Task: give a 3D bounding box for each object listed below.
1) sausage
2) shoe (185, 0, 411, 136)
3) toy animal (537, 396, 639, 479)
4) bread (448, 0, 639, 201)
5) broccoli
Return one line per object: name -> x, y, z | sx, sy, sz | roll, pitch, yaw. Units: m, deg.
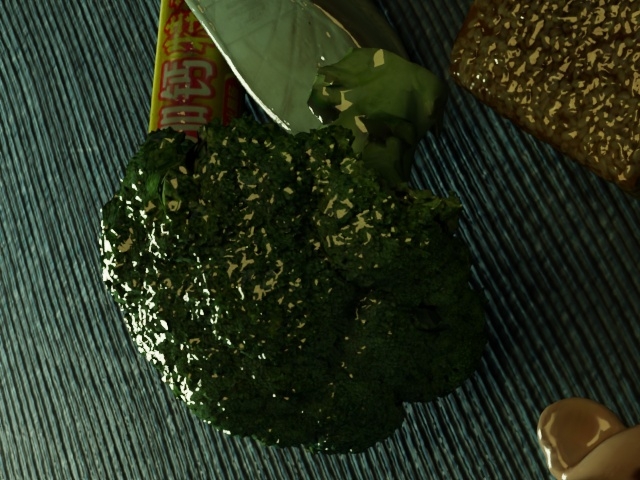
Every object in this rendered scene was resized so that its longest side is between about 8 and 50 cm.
sausage -> -0.086, -0.154, 1.348 | 0.082, 0.082, 0.372 | -14, 64, 38
shoe -> -0.015, -0.161, 1.276 | 0.251, 0.100, 0.103 | 47, 120, 18
toy animal -> 0.194, 0.216, 0.880 | 0.210, 0.229, 0.221 | 6, 120, 16
bread -> 0.202, -0.154, 1.064 | 0.184, 0.110, 0.234 | 39, 103, 41
broccoli -> 0.000, 0.000, 1.106 | 0.270, 0.270, 0.270 | 4, 56, 43
